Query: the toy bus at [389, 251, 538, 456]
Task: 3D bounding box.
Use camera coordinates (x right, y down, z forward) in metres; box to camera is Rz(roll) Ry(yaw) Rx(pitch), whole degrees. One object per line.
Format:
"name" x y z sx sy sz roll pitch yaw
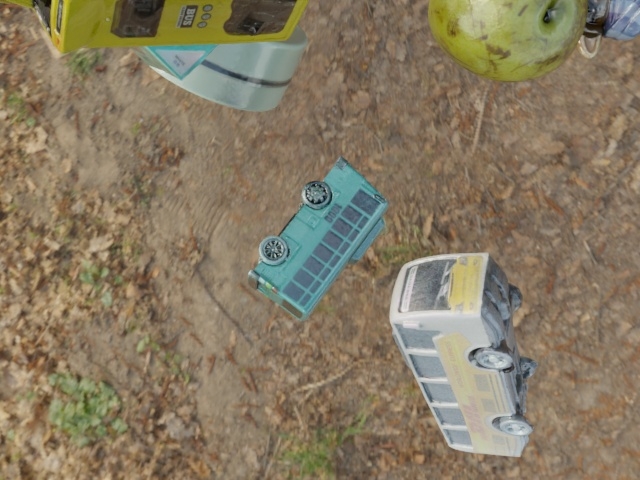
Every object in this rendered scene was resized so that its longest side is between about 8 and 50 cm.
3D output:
"toy bus" 0.184 0.147 0.953 0.138 0.097 0.343 -1 141 25

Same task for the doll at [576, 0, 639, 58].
"doll" 0.691 -0.567 1.768 0.339 0.318 0.209 -11 149 16

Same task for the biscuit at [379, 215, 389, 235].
"biscuit" 0.079 -0.037 1.438 0.083 0.018 0.081 -16 116 -1

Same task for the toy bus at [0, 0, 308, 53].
"toy bus" -0.176 -0.273 0.764 0.331 0.151 0.145 -9 160 -26

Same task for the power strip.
"power strip" -0.216 -0.418 1.613 0.357 0.357 0.161 25 117 -9

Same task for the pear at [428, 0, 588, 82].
"pear" 0.334 -0.419 1.417 0.283 0.283 0.284 1 114 2

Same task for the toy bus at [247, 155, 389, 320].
"toy bus" 0.000 0.000 1.326 0.147 0.128 0.256 37 77 3

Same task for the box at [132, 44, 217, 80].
"box" -0.277 -0.367 1.218 0.205 0.311 0.118 41 88 -27
